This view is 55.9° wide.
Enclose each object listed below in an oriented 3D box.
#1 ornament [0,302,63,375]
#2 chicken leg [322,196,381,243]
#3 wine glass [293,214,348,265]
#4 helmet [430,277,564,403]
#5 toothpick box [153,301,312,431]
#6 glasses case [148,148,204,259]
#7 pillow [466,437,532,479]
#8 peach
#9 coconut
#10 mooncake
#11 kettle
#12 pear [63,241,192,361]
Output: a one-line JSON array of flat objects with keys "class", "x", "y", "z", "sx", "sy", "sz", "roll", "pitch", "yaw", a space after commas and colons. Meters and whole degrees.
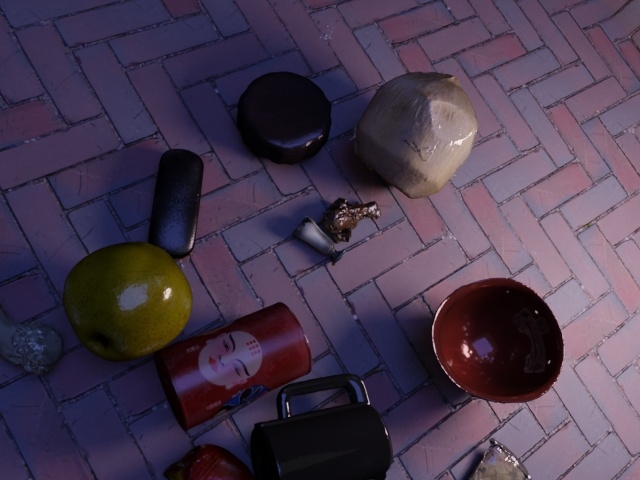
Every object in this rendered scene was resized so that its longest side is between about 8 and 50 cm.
[{"class": "ornament", "x": -0.726, "y": 0.208, "z": 1.373, "sx": 0.285, "sy": 0.130, "sz": 0.120, "roll": 27, "pitch": 51, "yaw": -8}, {"class": "chicken leg", "x": 0.087, "y": -0.076, "z": 1.798, "sx": 0.196, "sy": 0.080, "sz": 0.125, "roll": -38, "pitch": 96, "yaw": -34}, {"class": "wine glass", "x": 0.000, "y": 0.000, "z": 1.738, "sx": 0.155, "sy": 0.072, "sz": 0.072, "roll": 40, "pitch": 63, "yaw": -3}, {"class": "helmet", "x": 0.459, "y": 0.298, "z": 1.698, "sx": 0.385, "sy": 0.230, "sz": 0.337, "roll": -8, "pitch": 72, "yaw": -13}, {"class": "toothpick box", "x": -0.213, "y": 0.302, "z": 1.477, "sx": 0.334, "sy": 0.204, "sz": 0.204, "roll": -21, "pitch": 79, "yaw": -24}, {"class": "glasses case", "x": -0.389, "y": -0.101, "z": 1.630, "sx": 0.122, "sy": 0.082, "sz": 0.320, "roll": 9, "pitch": 67, "yaw": -17}, {"class": "pillow", "x": 0.459, "y": 0.681, "z": 1.652, "sx": 0.169, "sy": 0.059, "sz": 0.255, "roll": 46, "pitch": 65, "yaw": 2}, {"class": "peach", "x": -0.218, "y": 0.593, "z": 1.393, "sx": 0.159, "sy": 0.154, "sz": 0.267, "roll": -34, "pitch": 84, "yaw": -28}, {"class": "coconut", "x": 0.294, "y": -0.324, "z": 1.790, "sx": 0.346, "sy": 0.346, "sz": 0.360, "roll": 37, "pitch": 98, "yaw": -3}, {"class": "mooncake", "x": -0.107, "y": -0.358, "z": 1.793, "sx": 0.283, "sy": 0.141, "sz": 0.282, "roll": 4, "pitch": 66, "yaw": -8}, {"class": "kettle", "x": -0.008, "y": 0.501, "z": 1.495, "sx": 0.308, "sy": 0.203, "sz": 0.262, "roll": -8, "pitch": 48, "yaw": -25}, {"class": "pear", "x": -0.449, "y": 0.140, "z": 1.409, "sx": 0.295, "sy": 0.294, "sz": 0.294, "roll": 7, "pitch": 69, "yaw": -17}]
